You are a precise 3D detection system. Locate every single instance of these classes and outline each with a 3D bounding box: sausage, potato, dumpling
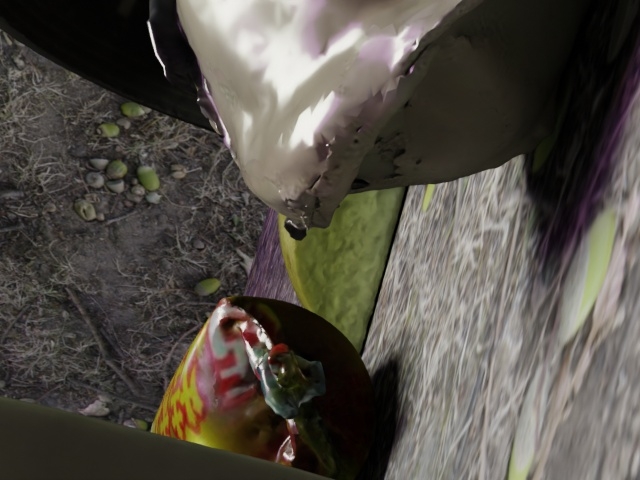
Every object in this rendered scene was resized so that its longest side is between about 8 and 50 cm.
[{"bbox_3d":[-0.033,0.105,1.003,0.317,0.117,0.125,121,141,-76],"label":"sausage"},{"bbox_3d":[0.000,0.000,1.180,0.149,0.081,0.120,-115,42,-83],"label":"potato"},{"bbox_3d":[0.033,-0.130,0.679,0.293,0.163,0.204,-63,-11,-46],"label":"dumpling"}]

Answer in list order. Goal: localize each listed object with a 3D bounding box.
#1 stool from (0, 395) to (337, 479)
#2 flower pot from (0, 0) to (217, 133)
[{"bbox_3d":[-0.106,0.187,0.787,0.269,0.244,0.170,116,168,-70],"label":"stool"},{"bbox_3d":[-0.026,-0.247,1.014,0.293,0.294,0.330,121,168,-76],"label":"flower pot"}]
